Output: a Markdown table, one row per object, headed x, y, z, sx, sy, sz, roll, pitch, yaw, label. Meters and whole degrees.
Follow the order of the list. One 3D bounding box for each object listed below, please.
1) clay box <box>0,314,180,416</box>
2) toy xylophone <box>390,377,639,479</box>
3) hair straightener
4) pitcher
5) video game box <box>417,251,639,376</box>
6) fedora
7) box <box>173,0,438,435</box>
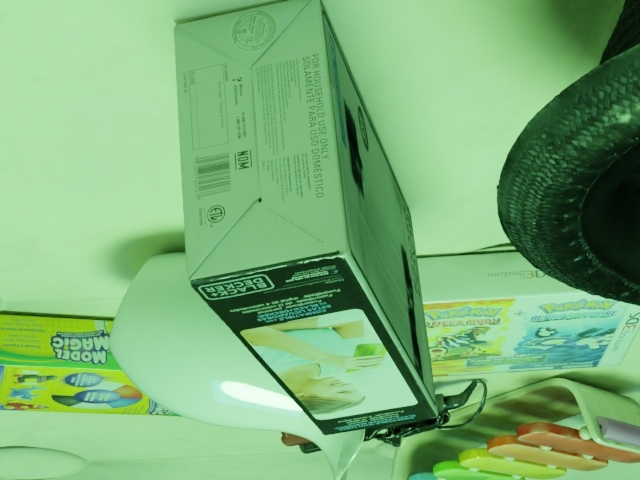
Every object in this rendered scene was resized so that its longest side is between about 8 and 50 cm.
| x | y | z | sx | sy | sz | roll | pitch | yaw | label |
| --- | --- | --- | --- | --- | --- | --- | --- | --- | --- |
| -0.192 | 0.118 | 1.144 | 0.222 | 0.053 | 0.127 | 5 | 154 | -16 | clay box |
| 0.241 | 0.234 | 1.412 | 0.236 | 0.081 | 0.322 | 13 | 150 | -32 | toy xylophone |
| 0.075 | 0.190 | 1.354 | 0.230 | 0.047 | 0.089 | -19 | 151 | 20 | hair straightener |
| -0.042 | 0.073 | 0.982 | 0.207 | 0.178 | 0.125 | 24 | 140 | 5 | pitcher |
| 0.176 | 0.065 | 1.089 | 0.205 | 0.048 | 0.187 | -4 | 152 | 1 | video game box |
| 0.239 | -0.081 | 0.660 | 0.333 | 0.153 | 0.334 | -3 | 155 | -1 | fedora |
| 0.000 | 0.000 | 0.791 | 0.087 | 0.169 | 0.290 | -11 | 152 | 10 | box |
